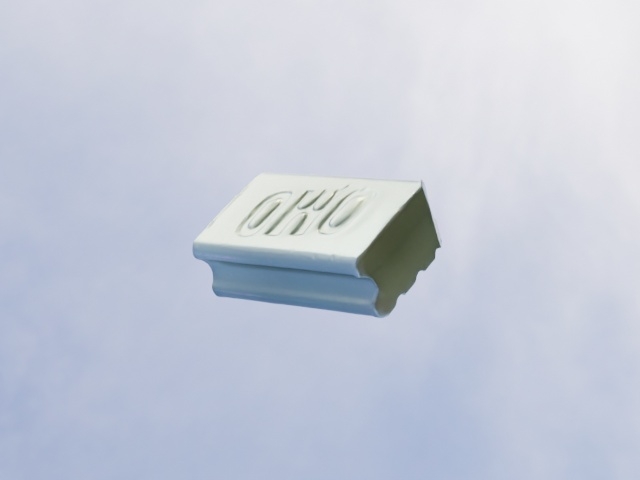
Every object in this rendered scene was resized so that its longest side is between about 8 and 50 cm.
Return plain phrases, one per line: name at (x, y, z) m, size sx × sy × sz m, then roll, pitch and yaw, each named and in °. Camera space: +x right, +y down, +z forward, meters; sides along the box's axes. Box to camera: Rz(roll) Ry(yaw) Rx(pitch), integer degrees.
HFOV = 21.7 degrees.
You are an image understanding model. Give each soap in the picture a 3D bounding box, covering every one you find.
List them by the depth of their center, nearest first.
soap at (0.000, 0.000, 1.437) m, size 0.119 × 0.198 × 0.066 m, roll -49°, pitch -53°, yaw -33°
